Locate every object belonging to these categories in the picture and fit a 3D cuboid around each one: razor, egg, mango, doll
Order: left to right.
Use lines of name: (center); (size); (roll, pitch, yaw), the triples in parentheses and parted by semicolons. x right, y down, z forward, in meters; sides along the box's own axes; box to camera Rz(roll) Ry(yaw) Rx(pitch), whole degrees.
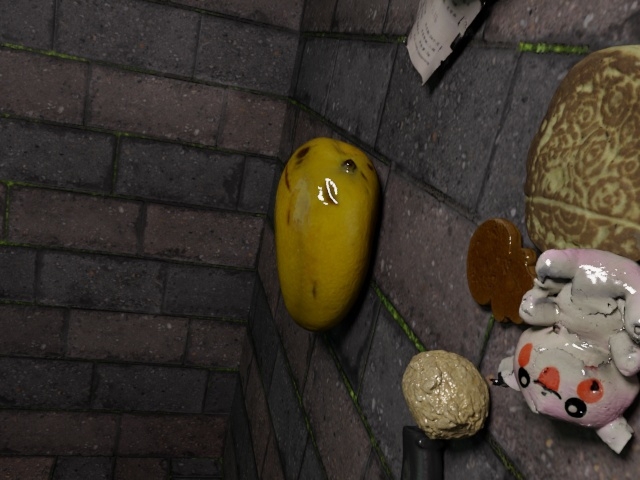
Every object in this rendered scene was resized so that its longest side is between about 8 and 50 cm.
mango: (0.000, 0.000, 1.305); (0.301, 0.221, 0.445); (-118, 35, -60)
razor: (0.151, 0.358, 0.910); (0.090, 0.054, 0.148); (162, 115, -72)
egg: (0.167, 0.209, 0.808); (0.116, 0.118, 0.140); (-63, 28, 8)
doll: (0.252, 0.101, 0.581); (0.149, 0.095, 0.192); (31, 118, 40)

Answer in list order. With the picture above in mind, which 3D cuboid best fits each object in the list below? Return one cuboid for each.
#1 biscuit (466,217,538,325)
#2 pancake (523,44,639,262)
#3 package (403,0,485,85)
biscuit: (0.241, 0.043, 0.786); (0.175, 0.026, 0.124); (-111, 30, -59)
pancake: (0.296, -0.084, 0.640); (0.250, 0.031, 0.250); (-174, 90, -74)
package: (0.214, -0.428, 1.031); (0.204, 0.062, 0.250); (128, 150, -59)
